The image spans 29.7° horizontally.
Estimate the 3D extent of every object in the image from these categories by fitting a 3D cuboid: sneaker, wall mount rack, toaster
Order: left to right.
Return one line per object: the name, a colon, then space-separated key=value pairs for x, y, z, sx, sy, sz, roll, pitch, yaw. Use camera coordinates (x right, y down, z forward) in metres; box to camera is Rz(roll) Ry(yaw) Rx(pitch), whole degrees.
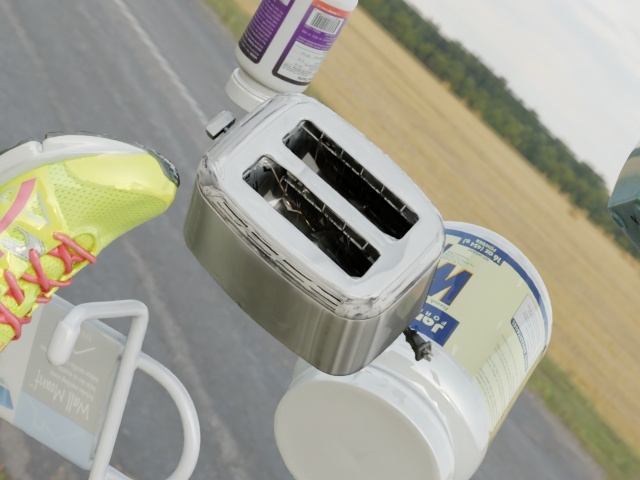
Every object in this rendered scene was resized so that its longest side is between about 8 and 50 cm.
wall mount rack: x=-0.275 y=0.146 z=0.946 sx=0.350 sy=0.304 sz=0.130 roll=25 pitch=15 yaw=28
sneaker: x=-0.163 y=0.018 z=0.615 sx=0.081 sy=0.208 sz=0.094 roll=53 pitch=16 yaw=-64
toaster: x=0.000 y=0.000 z=0.883 sx=0.227 sy=0.129 sz=0.146 roll=44 pitch=-20 yaw=12

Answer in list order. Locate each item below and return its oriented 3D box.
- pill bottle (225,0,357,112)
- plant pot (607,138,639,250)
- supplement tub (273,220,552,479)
pill bottle: x=-0.044 y=-0.257 z=1.558 sx=0.108 sy=0.193 sz=0.108 roll=28 pitch=23 yaw=-13
plant pot: x=0.493 y=-0.063 z=1.432 sx=0.247 sy=0.252 sz=0.248 roll=50 pitch=-3 yaw=1
supplement tub: x=0.110 y=0.148 z=1.388 sx=0.235 sy=0.235 sz=0.325 roll=43 pitch=42 yaw=0
